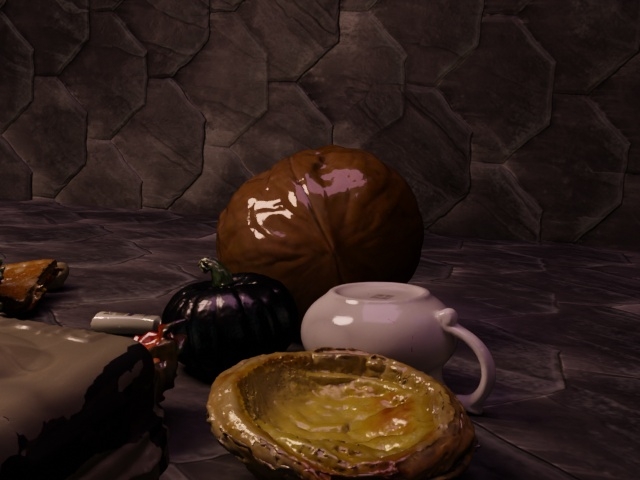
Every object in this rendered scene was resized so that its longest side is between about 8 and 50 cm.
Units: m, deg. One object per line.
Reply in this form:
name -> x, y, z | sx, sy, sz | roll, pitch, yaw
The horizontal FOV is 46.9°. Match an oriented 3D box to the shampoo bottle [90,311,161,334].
shampoo bottle -> -0.288, 0.133, 1.175 | 0.141, 0.034, 0.049 | 4, 1, 3

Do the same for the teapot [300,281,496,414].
teapot -> 0.085, 0.133, 0.968 | 0.298, 0.139, 0.204 | 7, 7, 40

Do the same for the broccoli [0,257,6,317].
broccoli -> -0.657, 0.014, 1.121 | 0.294, 0.280, 0.347 | -11, 55, -29

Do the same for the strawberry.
strawberry -> -0.252, 0.162, 0.828 | 0.208, 0.086, 0.167 | -8, 17, 20

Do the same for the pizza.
pizza -> -0.536, 0.093, 1.296 | 0.188, 0.062, 0.199 | -15, 21, -25

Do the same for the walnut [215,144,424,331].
walnut -> 0.000, 0.000, 1.276 | 0.354, 0.307, 0.398 | -30, 8, 3

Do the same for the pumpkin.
pumpkin -> -0.124, 0.113, 1.026 | 0.194, 0.149, 0.194 | 14, 25, -7

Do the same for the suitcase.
suitcase -> -0.311, 0.151, 0.499 | 0.352, 0.193, 0.339 | 5, 11, 16

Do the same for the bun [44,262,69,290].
bun -> -0.538, 0.072, 1.448 | 0.086, 0.054, 0.086 | -3, -5, 0

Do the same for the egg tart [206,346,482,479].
egg tart -> 0.019, 0.187, 0.731 | 0.279, 0.094, 0.279 | 5, 13, -1
